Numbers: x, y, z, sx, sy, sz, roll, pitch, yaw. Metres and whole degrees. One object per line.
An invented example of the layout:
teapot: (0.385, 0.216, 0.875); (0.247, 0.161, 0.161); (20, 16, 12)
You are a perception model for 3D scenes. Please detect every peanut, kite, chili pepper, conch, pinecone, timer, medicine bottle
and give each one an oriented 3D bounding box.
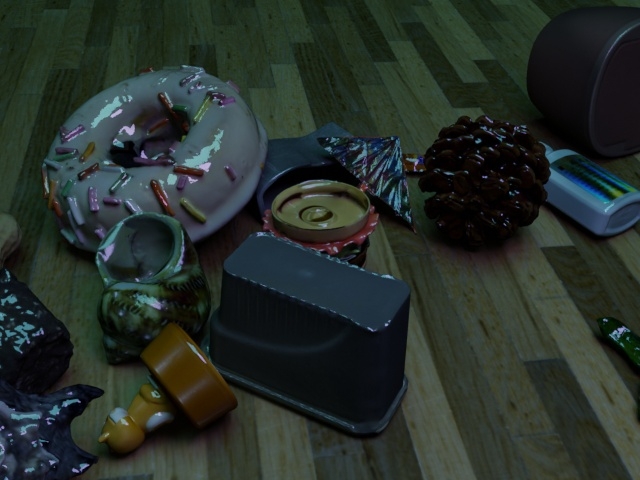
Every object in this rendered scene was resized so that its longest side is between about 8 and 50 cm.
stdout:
peanut: (-0.500, 0.020, 1.121); (0.090, 0.098, 0.214); (-36, 24, 23)
kite: (0.094, -0.111, 1.298); (0.232, 0.009, 0.189); (39, 61, -4)
chili pepper: (0.435, 0.170, 1.032); (0.073, 0.050, 0.182); (-6, 35, -2)
conch: (-0.343, 0.214, 0.752); (0.240, 0.186, 0.313); (21, 4, 21)
conch: (-0.237, 0.072, 1.045); (0.187, 0.124, 0.181); (31, 50, 19)
pinecone: (0.255, -0.091, 1.240); (0.221, 0.222, 0.221); (2, 37, -2)
timer: (-0.196, 0.194, 0.914); (0.152, 0.132, 0.132); (-38, 50, -16)
medicine bottle: (0.452, -0.100, 1.364); (0.121, 0.083, 0.229); (-18, 43, -28)

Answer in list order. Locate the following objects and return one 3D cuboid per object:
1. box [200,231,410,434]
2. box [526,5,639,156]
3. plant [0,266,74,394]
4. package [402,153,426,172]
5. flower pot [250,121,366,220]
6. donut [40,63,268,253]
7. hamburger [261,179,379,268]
box: (-0.018, 0.107, 0.974); (0.274, 0.178, 0.138); (19, 39, 19)
box: (0.571, -0.334, 1.541); (0.300, 0.301, 0.216); (-17, 34, -25)
plant: (-0.418, 0.116, 0.972); (0.194, 0.129, 0.132); (27, 43, 24)
package: (0.167, -0.148, 1.448); (0.110, 0.033, 0.077); (3, 46, 7)
flower pot: (-0.034, -0.121, 1.339); (0.229, 0.103, 0.108); (-20, 42, -26)
donut: (-0.273, -0.137, 1.235); (0.382, 0.142, 0.383); (-8, 47, 9)
hamburger: (0.003, -0.001, 1.152); (0.175, 0.137, 0.175); (-2, 36, 1)
